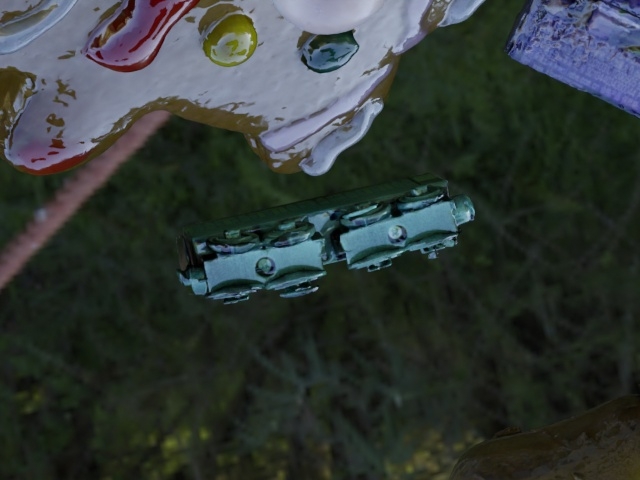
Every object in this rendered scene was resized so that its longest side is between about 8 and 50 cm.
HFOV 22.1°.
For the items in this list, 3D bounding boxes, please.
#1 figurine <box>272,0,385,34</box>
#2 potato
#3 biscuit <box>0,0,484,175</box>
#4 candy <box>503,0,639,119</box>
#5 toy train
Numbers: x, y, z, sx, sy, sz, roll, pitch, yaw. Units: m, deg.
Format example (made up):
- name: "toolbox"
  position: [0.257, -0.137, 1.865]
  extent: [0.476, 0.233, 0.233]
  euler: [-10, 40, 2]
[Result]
- name: "figurine"
  position: [0.036, -0.155, 0.447]
  extent: [0.276, 0.200, 0.133]
  euler: [15, 166, 47]
- name: "potato"
  position: [0.163, 0.165, 1.004]
  extent: [0.176, 0.137, 0.137]
  euler: [-13, 176, 1]
- name: "biscuit"
  position: [-0.072, -0.127, 0.912]
  extent: [0.432, 0.064, 0.283]
  euler: [5, 135, -50]
- name: "candy"
  position: [0.276, -0.094, 1.070]
  extent: [0.312, 0.088, 0.061]
  euler: [28, -162, 7]
- name: "toy train"
  position: [0.000, 0.000, 0.795]
  extent: [0.148, 0.038, 0.071]
  euler: [-13, -171, -12]
